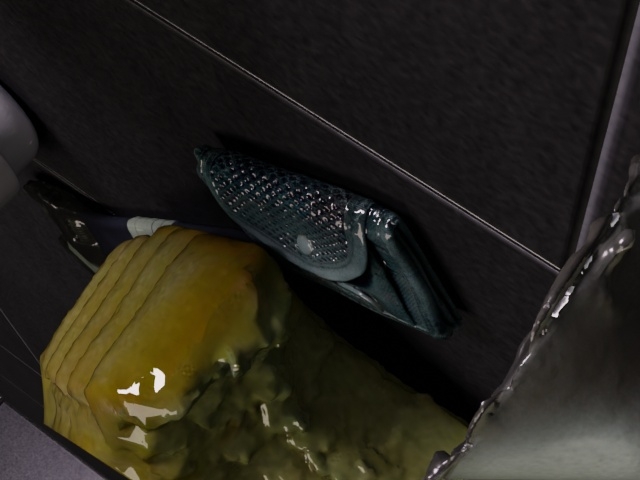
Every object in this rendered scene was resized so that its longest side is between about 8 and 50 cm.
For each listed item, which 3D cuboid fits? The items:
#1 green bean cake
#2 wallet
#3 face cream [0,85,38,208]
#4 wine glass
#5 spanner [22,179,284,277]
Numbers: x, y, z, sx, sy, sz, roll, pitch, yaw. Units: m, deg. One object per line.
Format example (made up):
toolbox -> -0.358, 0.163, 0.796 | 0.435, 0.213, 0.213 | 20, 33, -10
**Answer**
green bean cake -> -0.025, 0.104, 0.774 | 0.236, 0.124, 0.233 | 37, 166, -18
wallet -> 0.000, 0.000, 0.666 | 0.129, 0.026, 0.088 | 23, 157, 42
face cream -> -0.240, -0.056, 0.881 | 0.117, 0.104, 0.117 | 35, 161, 14
wine glass -> 0.138, 0.072, 0.426 | 0.183, 0.122, 0.122 | 35, 163, 9
spanner -> -0.111, -0.004, 0.898 | 0.087, 0.024, 0.316 | 51, 160, -23
